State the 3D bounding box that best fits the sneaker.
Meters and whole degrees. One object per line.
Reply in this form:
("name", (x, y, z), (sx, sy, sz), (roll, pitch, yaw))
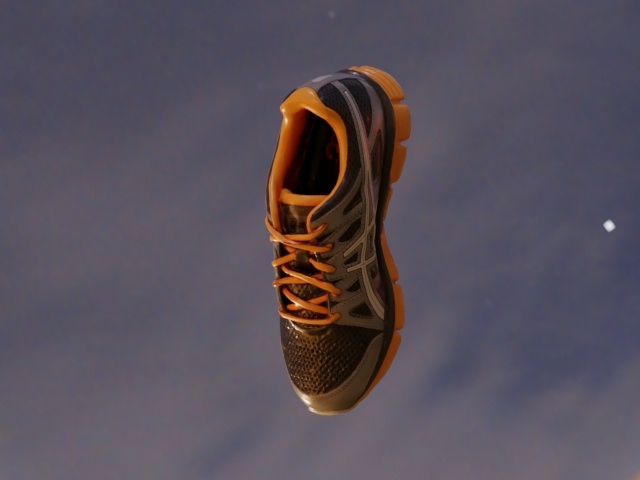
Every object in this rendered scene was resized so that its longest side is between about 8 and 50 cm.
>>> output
("sneaker", (0.000, 0.000, 1.081), (0.083, 0.084, 0.214), (-3, -85, -58))
